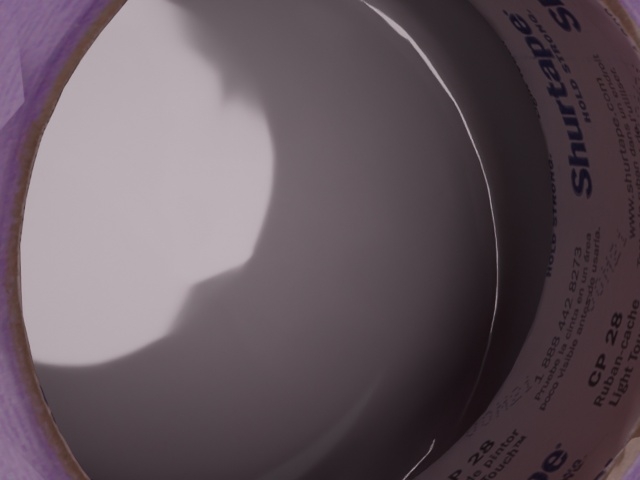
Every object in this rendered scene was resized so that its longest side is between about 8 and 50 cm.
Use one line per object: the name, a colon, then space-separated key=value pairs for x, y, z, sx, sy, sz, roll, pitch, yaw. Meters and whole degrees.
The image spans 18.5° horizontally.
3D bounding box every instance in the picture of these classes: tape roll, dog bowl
tape roll: x=0.000 y=0.000 z=0.535 sx=0.275 sy=0.090 sz=0.274 roll=-2 pitch=97 yaw=-19
dog bowl: x=-0.032 y=0.015 z=0.629 sx=0.265 sy=0.104 sz=0.264 roll=-2 pitch=97 yaw=-19
